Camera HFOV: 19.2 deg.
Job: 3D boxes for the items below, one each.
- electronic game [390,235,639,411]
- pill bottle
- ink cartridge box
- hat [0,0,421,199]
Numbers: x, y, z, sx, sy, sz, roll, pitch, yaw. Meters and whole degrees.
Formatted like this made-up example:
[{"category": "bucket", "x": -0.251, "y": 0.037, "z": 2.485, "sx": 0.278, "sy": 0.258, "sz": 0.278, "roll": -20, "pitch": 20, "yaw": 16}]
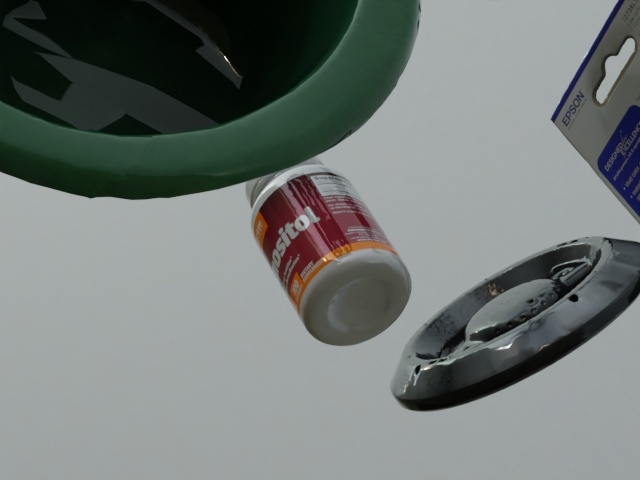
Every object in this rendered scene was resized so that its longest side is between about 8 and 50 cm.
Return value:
[{"category": "electronic game", "x": 0.156, "y": 0.065, "z": 1.481, "sx": 0.048, "sy": 0.229, "sz": 0.229, "roll": 60, "pitch": -28, "yaw": -11}, {"category": "pill bottle", "x": 0.000, "y": 0.000, "z": 1.387, "sx": 0.152, "sy": 0.086, "sz": 0.086, "roll": -122, "pitch": -167, "yaw": -45}, {"category": "ink cartridge box", "x": 0.348, "y": -0.046, "z": 1.562, "sx": 0.371, "sy": 0.069, "sz": 0.176, "roll": 52, "pitch": -46, "yaw": 30}, {"category": "hat", "x": -0.070, "y": -0.046, "z": 0.615, "sx": 0.173, "sy": 0.208, "sz": 0.183, "roll": 52, "pitch": -33, "yaw": 17}]
